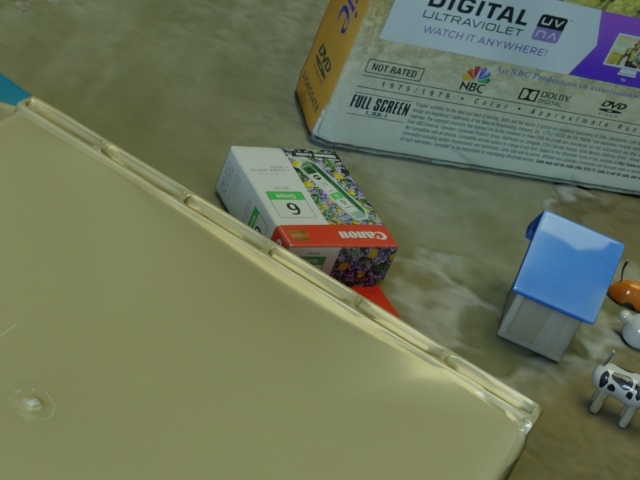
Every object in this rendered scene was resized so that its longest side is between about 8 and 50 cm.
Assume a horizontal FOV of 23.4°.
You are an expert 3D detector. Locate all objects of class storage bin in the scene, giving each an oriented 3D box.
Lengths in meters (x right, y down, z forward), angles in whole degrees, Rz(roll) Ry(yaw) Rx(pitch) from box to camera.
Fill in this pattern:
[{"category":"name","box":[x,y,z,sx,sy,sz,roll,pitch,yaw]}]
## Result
[{"category":"storage bin","box":[-0.101,0.091,0.474,0.260,0.123,0.262,31,34,12]}]

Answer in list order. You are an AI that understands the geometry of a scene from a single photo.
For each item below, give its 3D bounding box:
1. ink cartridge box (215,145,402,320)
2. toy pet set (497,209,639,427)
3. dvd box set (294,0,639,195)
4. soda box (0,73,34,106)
[{"category":"ink cartridge box","box":[0.000,0.000,0.744,0.062,0.029,0.115,0,39,-31]},{"category":"toy pet set","box":[0.150,0.029,0.763,0.114,0.065,0.122,24,33,1]},{"category":"dvd box set","box":[0.195,-0.211,0.804,0.307,0.420,0.062,6,37,-23]},{"category":"soda box","box":[-0.206,-0.014,0.600,0.067,0.071,0.210,34,35,18]}]
